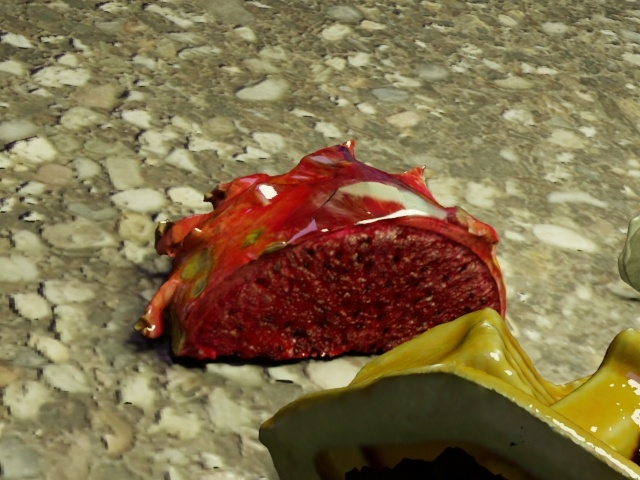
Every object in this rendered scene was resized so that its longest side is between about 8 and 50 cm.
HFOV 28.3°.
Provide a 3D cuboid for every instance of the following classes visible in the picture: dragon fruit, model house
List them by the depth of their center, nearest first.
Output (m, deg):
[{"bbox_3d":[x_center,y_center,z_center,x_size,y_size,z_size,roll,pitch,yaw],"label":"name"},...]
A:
[{"bbox_3d":[0.140,0.108,0.701,0.268,0.173,0.239,35,39,27],"label":"model house"},{"bbox_3d":[0.000,-0.012,0.884,0.274,0.126,0.161,-1,35,-22],"label":"dragon fruit"}]

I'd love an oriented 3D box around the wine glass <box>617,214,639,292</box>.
[{"bbox_3d":[0.291,0.049,0.909,0.122,0.122,0.183,4,31,-14],"label":"wine glass"}]
